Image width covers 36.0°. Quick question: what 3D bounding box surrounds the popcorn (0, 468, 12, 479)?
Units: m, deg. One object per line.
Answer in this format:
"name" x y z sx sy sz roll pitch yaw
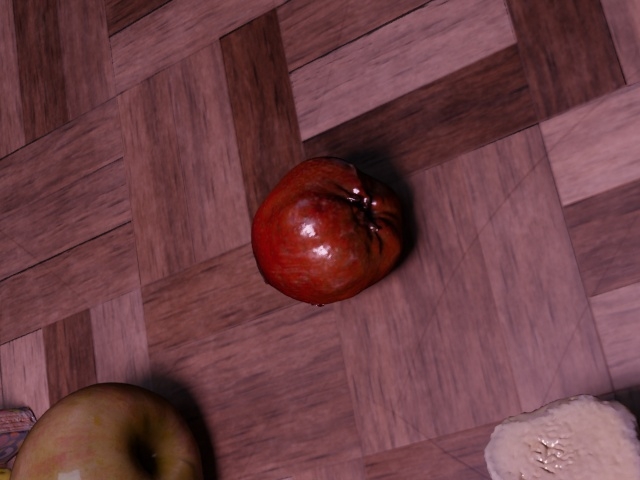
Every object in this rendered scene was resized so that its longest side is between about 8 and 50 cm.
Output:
"popcorn" -0.445 0.444 1.410 0.225 0.249 0.249 -49 58 19

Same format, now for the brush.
"brush" 0.262 0.300 0.944 0.174 0.166 0.267 -14 46 8

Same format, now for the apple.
"apple" -0.289 0.326 1.317 0.234 0.257 0.257 -34 63 34

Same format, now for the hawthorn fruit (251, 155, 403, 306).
"hawthorn fruit" 0.000 0.000 1.242 0.202 0.185 0.185 -36 61 40

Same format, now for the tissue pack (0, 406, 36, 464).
"tissue pack" -0.533 0.314 1.547 0.108 0.148 0.060 -42 67 21
